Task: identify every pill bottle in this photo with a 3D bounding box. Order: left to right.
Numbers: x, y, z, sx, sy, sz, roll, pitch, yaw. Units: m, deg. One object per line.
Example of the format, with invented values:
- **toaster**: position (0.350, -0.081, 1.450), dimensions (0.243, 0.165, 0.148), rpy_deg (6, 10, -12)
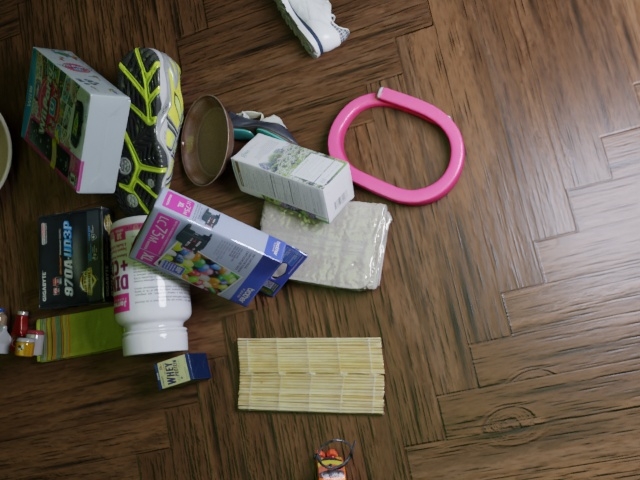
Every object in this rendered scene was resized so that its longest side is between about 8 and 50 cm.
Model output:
- **pill bottle**: position (-0.358, 0.099, 1.493), dimensions (0.160, 0.160, 0.283), rpy_deg (-9, 79, 16)

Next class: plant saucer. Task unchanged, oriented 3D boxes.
- **plant saucer**: position (-0.241, -0.216, 1.533), dimensions (0.198, 0.036, 0.198), rpy_deg (1, 91, 50)

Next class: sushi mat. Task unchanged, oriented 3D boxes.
- **sushi mat**: position (-0.023, 0.275, 1.439), dimensions (0.316, 0.019, 0.151), rpy_deg (-2, 80, 16)

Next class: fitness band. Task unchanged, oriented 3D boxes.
- **fitness band**: position (0.153, -0.191, 1.437), dimensions (0.291, 0.054, 0.209), rpy_deg (26, 90, 20)

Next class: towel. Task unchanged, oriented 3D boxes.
- **towel**: position (-0.547, 0.213, 1.609), dimensions (0.237, 0.021, 0.102), rpy_deg (-11, 80, 15)
- **towel**: position (0.000, 0.000, 1.460), dimensions (0.282, 0.049, 0.187), rpy_deg (9, 83, 19)

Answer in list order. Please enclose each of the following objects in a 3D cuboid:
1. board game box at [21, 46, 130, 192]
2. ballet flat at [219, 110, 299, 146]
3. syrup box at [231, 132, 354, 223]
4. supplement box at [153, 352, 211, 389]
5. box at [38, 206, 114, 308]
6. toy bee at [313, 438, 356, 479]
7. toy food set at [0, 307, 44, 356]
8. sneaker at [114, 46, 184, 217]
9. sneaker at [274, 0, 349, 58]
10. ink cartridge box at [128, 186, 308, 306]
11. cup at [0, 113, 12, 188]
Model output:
- **board game box**: position (-0.546, -0.268, 1.554), dimensions (0.303, 0.097, 0.224), rpy_deg (37, 120, 38)
- **ballet flat**: position (-0.128, -0.245, 1.524), dimensions (0.203, 0.074, 0.074), rpy_deg (15, 87, 25)
- **syrup box**: position (-0.058, -0.129, 1.435), dimensions (0.237, 0.096, 0.093), rpy_deg (21, 53, 30)
- **supplement box**: position (-0.290, 0.276, 1.487), dimensions (0.083, 0.083, 0.056), rpy_deg (-20, 76, 15)
- **box**: position (-0.562, 0.043, 1.622), dimensions (0.175, 0.051, 0.220), rpy_deg (-6, 81, 16)
- **toy bee**: position (0.029, 0.482, 1.344), dimensions (0.195, 0.162, 0.298), rpy_deg (21, 102, -12)
- **toy food set**: position (-0.715, 0.203, 1.609), dimensions (0.232, 0.111, 0.104), rpy_deg (0, 81, 33)
- **sneaker**: position (-0.362, -0.225, 1.561), dimensions (0.145, 0.147, 0.385), rpy_deg (16, 106, 21)
- **sneaker**: position (-0.032, -0.506, 1.534), dimensions (0.095, 0.090, 0.235), rpy_deg (-31, 78, -3)
- **ink cartridge box**: position (-0.200, 0.029, 1.378), dimensions (0.311, 0.186, 0.065), rpy_deg (23, 48, -16)
- **cup**: position (-0.945, -0.227, 1.668), dimensions (0.237, 0.331, 0.331), rpy_deg (16, 86, 44)
